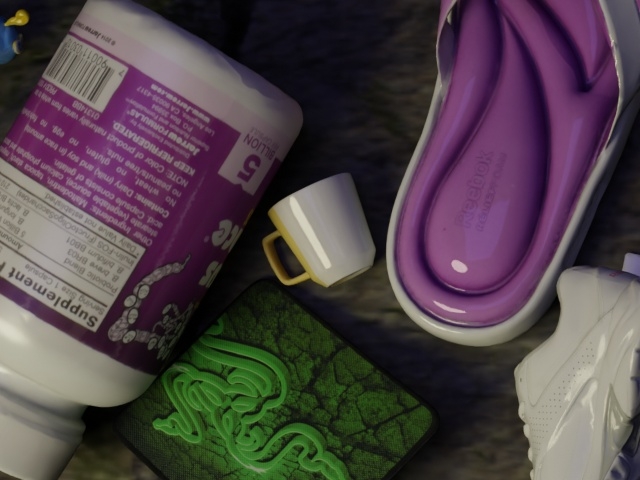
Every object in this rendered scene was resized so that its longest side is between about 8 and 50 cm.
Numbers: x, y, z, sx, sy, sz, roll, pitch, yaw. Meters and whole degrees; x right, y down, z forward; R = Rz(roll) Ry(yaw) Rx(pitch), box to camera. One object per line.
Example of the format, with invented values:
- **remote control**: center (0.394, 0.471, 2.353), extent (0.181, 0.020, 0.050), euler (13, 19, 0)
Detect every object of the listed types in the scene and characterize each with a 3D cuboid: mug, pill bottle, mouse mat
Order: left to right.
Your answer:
- **pill bottle**: center (-0.153, 0.002, 1.200), extent (0.169, 0.169, 0.301), euler (31, 90, 18)
- **mouse mat**: center (-0.032, 0.119, 1.183), extent (0.152, 0.007, 0.190), euler (-45, 52, -11)
- **mug**: center (0.004, -0.002, 1.224), extent (0.062, 0.078, 0.064), euler (-24, 83, -23)

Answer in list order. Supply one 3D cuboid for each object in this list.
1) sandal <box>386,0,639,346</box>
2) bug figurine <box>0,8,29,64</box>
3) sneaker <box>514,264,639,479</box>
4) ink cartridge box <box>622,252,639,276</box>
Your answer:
- **sandal**: center (0.142, -0.137, 1.177), extent (0.169, 0.102, 0.416), euler (8, 83, 16)
- **bug figurine**: center (-0.309, -0.058, 1.254), extent (0.216, 0.072, 0.279), euler (-23, 31, 28)
- **sneaker**: center (0.167, 0.123, 1.147), extent (0.115, 0.090, 0.232), euler (23, 99, 47)
- **ink cartridge box**: center (0.230, 0.035, 1.162), extent (0.083, 0.028, 0.048), euler (11, 83, 17)
